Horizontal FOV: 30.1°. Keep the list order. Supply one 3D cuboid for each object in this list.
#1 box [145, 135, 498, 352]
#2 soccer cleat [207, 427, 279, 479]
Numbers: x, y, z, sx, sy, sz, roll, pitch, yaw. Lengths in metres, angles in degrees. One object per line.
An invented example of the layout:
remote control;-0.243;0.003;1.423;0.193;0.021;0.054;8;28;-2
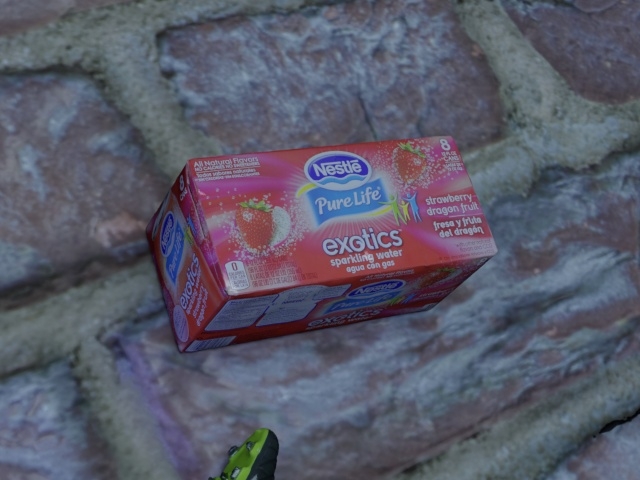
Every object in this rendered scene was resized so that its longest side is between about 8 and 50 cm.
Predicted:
box;0.000;0.000;1.001;0.257;0.128;0.122;-8;68;-28
soccer cleat;-0.061;0.231;0.900;0.072;0.060;0.179;31;61;-20
